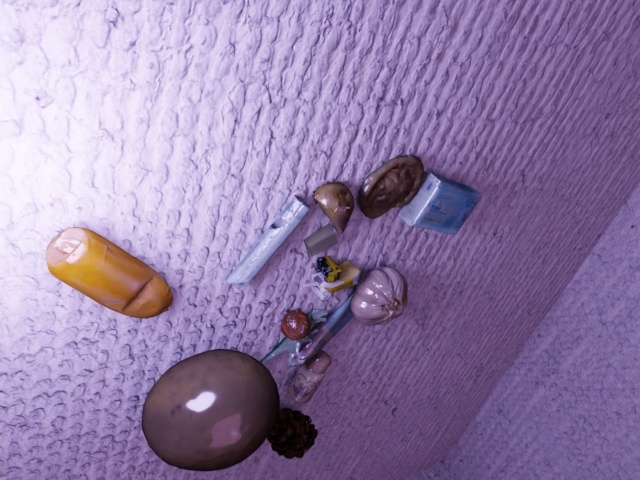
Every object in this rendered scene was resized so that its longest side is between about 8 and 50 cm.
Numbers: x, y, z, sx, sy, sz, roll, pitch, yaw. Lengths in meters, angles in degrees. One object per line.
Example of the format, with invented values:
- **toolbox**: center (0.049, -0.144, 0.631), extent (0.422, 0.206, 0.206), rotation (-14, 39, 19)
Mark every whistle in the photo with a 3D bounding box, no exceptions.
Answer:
- **whistle**: center (-0.143, 0.011, 1.566), extent (0.312, 0.062, 0.062), rotation (-50, 142, 12)

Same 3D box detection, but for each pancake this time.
- **pancake**: center (0.216, -0.157, 1.724), extent (0.236, 0.042, 0.223), rotation (-8, 134, -35)

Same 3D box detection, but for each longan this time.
- **longan**: center (-0.316, 0.495, 1.690), extent (0.404, 0.336, 0.404), rotation (-20, 176, -2)

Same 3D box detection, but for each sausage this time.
- **sausage**: center (-0.466, 0.089, 1.319), extent (0.134, 0.116, 0.354), rotation (-51, 147, -10)

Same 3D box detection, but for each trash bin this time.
- **trash bin**: center (0.000, 0.000, 1.697), extent (0.092, 0.043, 0.061), rotation (-29, 142, -9)

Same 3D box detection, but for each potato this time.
- **potato**: center (0.063, -0.087, 1.603), extent (0.100, 0.089, 0.172), rotation (-41, 132, -9)

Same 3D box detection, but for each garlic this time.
- **garlic**: center (0.209, 0.199, 1.982), extent (0.227, 0.152, 0.228), rotation (-26, 135, -29)

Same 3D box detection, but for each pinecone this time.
- **pinecone**: center (-0.117, 0.744, 2.248), extent (0.184, 0.179, 0.205), rotation (-42, 132, -36)

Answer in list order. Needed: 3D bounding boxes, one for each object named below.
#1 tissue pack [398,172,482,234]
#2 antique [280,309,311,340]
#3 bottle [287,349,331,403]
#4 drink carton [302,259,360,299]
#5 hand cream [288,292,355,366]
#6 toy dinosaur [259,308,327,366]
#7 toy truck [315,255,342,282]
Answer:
- **tissue pack**: center (0.398, -0.113, 1.890), extent (0.263, 0.089, 0.177), rotation (9, 120, -46)
- **antique**: center (-0.077, 0.272, 1.855), extent (0.104, 0.104, 0.104), rotation (-24, 140, -21)
- **bottle**: center (-0.032, 0.495, 2.122), extent (0.110, 0.097, 0.209), rotation (5, 124, -44)
- **drink carton**: center (0.025, 0.132, 1.816), extent (0.199, 0.084, 0.075), rotation (-21, 140, -28)
- **hand cream**: center (0.027, 0.316, 2.021), extent (0.312, 0.070, 0.111), rotation (-41, 140, -8)
- **toy dinosaur**: center (-0.107, 0.384, 1.920), extent (0.383, 0.129, 0.076), rotation (-42, 137, 3)
- **toy truck**: center (0.026, 0.089, 1.772), extent (0.054, 0.083, 0.049), rotation (-18, 138, -27)
